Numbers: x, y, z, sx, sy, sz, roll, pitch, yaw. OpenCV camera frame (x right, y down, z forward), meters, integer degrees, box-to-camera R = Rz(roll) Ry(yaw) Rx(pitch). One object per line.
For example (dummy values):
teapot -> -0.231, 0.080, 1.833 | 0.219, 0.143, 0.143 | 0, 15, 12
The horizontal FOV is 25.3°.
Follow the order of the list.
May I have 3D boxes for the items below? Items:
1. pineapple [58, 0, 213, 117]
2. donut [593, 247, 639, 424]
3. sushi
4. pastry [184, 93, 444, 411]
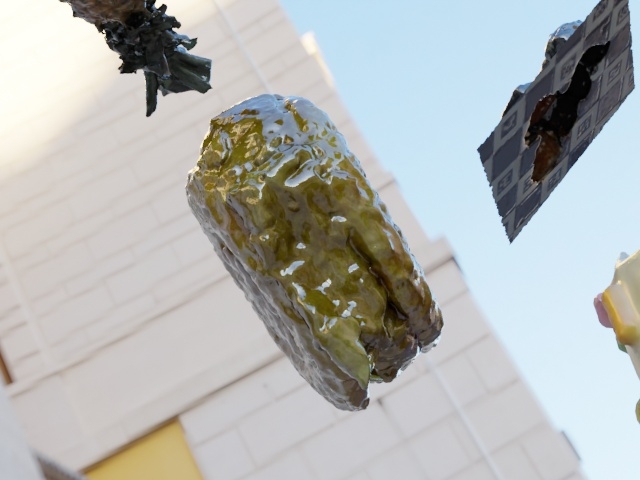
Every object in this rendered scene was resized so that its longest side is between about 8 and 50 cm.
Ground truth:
pineapple -> -0.198, -0.242, 1.488 | 0.128, 0.128, 0.248 | -30, -49, 1
donut -> 0.286, -0.007, 0.518 | 0.150, 0.307, 0.371 | 29, -78, -46
sushi -> 0.312, -0.191, 1.984 | 0.320, 0.069, 0.339 | -51, -25, -8
pastry -> 0.000, 0.000, 1.064 | 0.132, 0.240, 0.235 | -35, -9, -10
